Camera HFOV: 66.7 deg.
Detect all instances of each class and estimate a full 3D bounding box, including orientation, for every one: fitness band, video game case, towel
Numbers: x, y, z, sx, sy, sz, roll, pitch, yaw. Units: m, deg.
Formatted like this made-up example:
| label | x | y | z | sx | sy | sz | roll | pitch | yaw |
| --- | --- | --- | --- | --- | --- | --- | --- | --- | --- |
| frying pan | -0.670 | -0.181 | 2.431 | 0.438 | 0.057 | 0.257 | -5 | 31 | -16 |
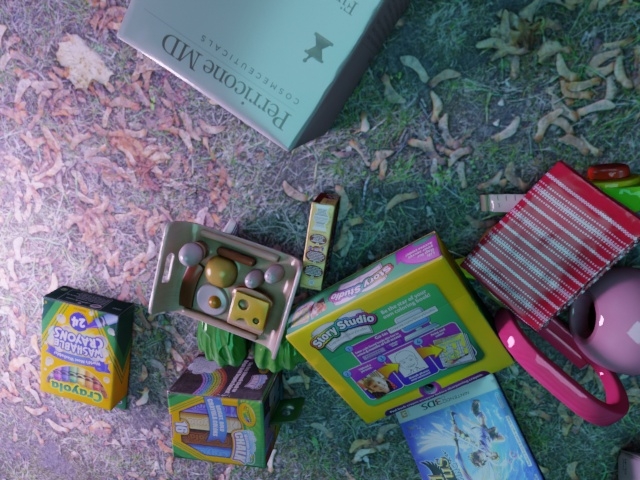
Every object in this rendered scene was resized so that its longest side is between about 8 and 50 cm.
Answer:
| label | x | y | z | sx | sy | sz | roll | pitch | yaw |
| --- | --- | --- | --- | --- | --- | --- | --- | --- | --- |
| fitness band | 0.475 | 0.234 | 0.968 | 0.291 | 0.209 | 0.054 | 41 | 122 | 10 |
| video game case | 0.329 | 0.460 | 1.091 | 0.244 | 0.061 | 0.270 | -27 | 76 | 16 |
| towel | 0.426 | 0.014 | 0.904 | 0.199 | 0.031 | 0.275 | 44 | 109 | 14 |

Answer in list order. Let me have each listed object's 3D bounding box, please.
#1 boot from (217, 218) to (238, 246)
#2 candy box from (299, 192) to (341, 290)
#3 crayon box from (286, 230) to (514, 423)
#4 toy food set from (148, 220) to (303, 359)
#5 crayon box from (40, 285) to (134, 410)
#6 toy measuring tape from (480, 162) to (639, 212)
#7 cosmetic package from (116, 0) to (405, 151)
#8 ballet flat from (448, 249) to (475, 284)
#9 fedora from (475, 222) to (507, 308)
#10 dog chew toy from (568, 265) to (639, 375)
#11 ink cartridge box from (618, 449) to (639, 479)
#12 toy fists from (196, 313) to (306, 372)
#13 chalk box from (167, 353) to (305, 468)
| label | x | y | z | sx | sy | sz | roll | pitch | yaw |
| --- | --- | --- | --- | --- | --- | --- | --- | --- | --- |
| boot | -0.207 | 0.047 | 1.120 | 0.086 | 0.069 | 0.190 | 23 | 111 | -12 |
| candy box | 0.000 | 0.000 | 1.041 | 0.053 | 0.109 | 0.187 | 10 | 107 | 6 |
| crayon box | 0.164 | 0.198 | 1.026 | 0.362 | 0.106 | 0.313 | -30 | 113 | 20 |
| toy food set | -0.205 | 0.106 | 1.034 | 0.305 | 0.092 | 0.220 | 19 | 105 | 10 |
| crayon box | -0.597 | 0.297 | 1.242 | 0.203 | 0.083 | 0.323 | 13 | 108 | 6 |
| toy measuring tape | 0.493 | -0.089 | 0.955 | 0.329 | 0.121 | 0.122 | 0 | 107 | 33 |
| cosmetic package | -0.047 | -0.414 | 0.816 | 0.329 | 0.327 | 0.394 | 34 | 110 | -1 |
| ballet flat | 0.221 | 0.049 | 1.045 | 0.230 | 0.077 | 0.077 | 4 | 85 | 6 |
| fedora | 0.407 | 0.052 | 0.992 | 0.194 | 0.079 | 0.195 | -1 | 84 | 12 |
| dog chew toy | 0.668 | 0.159 | 0.934 | 0.331 | 0.207 | 0.207 | 4 | 107 | 0 |
| ink cartridge box | 0.815 | 0.590 | 1.019 | 0.306 | 0.131 | 0.226 | 6 | 76 | 7 |
| toy fists | -0.159 | 0.228 | 1.143 | 0.279 | 0.096 | 0.142 | 3 | 94 | 10 |
| chalk box | -0.185 | 0.400 | 1.151 | 0.288 | 0.180 | 0.179 | 4 | 106 | 10 |
